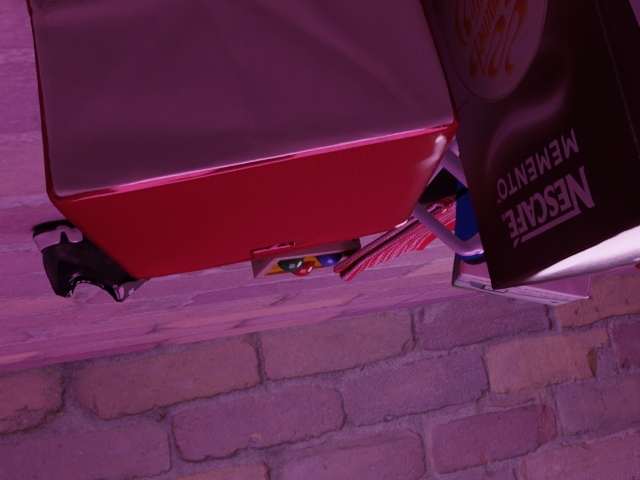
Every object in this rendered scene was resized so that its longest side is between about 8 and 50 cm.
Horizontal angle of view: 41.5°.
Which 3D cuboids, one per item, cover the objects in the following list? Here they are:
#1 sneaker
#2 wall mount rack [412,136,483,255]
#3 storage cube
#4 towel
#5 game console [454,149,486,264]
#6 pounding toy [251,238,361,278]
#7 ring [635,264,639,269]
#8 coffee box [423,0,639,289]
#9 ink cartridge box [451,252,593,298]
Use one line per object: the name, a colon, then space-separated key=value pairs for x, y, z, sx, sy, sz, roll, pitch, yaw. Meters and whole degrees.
sneaker: x=-0.235 y=0.023 z=1.064 sx=0.234 sy=0.106 sz=0.078 roll=-8 pitch=169 yaw=-16
wall mount rack: x=0.203 y=-0.136 z=0.713 sx=0.304 sy=0.130 sz=0.350 roll=-48 pitch=172 yaw=-6
storage cube: x=-0.049 y=-0.096 z=0.472 sx=0.214 sy=0.184 sz=0.193 roll=-11 pitch=168 yaw=-4
towel: x=0.155 y=-0.019 z=1.215 sx=0.199 sy=0.031 sz=0.275 roll=-35 pitch=171 yaw=30
game console: x=0.319 y=-0.085 z=0.959 sx=0.293 sy=0.250 sz=0.173 roll=-22 pitch=138 yaw=41
pounding toy: x=0.003 y=0.002 z=1.230 sx=0.206 sy=0.094 sz=0.181 roll=-7 pitch=168 yaw=-19
ring: x=0.453 y=-0.018 z=1.265 sx=0.336 sy=0.032 sz=0.336 roll=7 pitch=-160 yaw=-2
coffee box: x=0.120 y=-0.115 z=0.383 sx=0.098 sy=0.247 sz=0.141 roll=-9 pitch=168 yaw=-15
ink cartridge box: x=0.343 y=0.032 z=1.464 sx=0.211 sy=0.122 sz=0.289 roll=10 pitch=174 yaw=8
